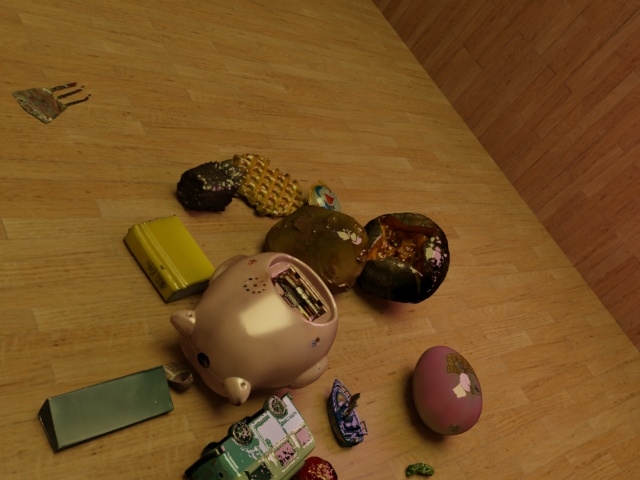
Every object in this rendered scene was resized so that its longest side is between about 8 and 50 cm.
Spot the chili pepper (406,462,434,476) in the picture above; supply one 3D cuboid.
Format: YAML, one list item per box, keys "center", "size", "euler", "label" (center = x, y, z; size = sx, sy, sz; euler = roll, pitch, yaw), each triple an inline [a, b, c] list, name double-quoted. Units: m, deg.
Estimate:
- center: [0.260, 0.596, 1.794]
  size: [0.091, 0.030, 0.034]
  euler: [13, 69, -31]
  label: "chili pepper"

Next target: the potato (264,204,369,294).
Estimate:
- center: [0.000, 0.000, 1.980]
  size: [0.299, 0.196, 0.246]
  euler: [27, 59, 2]
  label: "potato"

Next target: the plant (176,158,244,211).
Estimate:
- center: [-0.308, -0.156, 1.986]
  size: [0.194, 0.129, 0.132]
  euler: [-22, 71, -48]
  label: "plant"

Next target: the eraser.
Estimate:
- center: [-0.377, 0.043, 1.753]
  size: [0.226, 0.069, 0.158]
  euler: [51, 34, 15]
  label: "eraser"

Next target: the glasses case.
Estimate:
- center: [-0.432, 0.339, 1.407]
  size: [0.266, 0.056, 0.105]
  euler: [-9, 82, -48]
  label: "glasses case"

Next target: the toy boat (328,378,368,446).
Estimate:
- center: [0.074, 0.419, 1.738]
  size: [0.091, 0.110, 0.175]
  euler: [10, 43, -37]
  label: "toy boat"

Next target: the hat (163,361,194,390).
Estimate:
- center: [-0.323, 0.310, 1.548]
  size: [0.087, 0.042, 0.058]
  euler: [10, 32, 16]
  label: "hat"

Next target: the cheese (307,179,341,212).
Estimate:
- center: [0.014, -0.077, 2.243]
  size: [0.177, 0.069, 0.270]
  euler: [36, 44, -42]
  label: "cheese"

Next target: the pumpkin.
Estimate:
- center: [0.251, 0.050, 2.164]
  size: [0.320, 0.192, 0.320]
  euler: [-2, 56, 4]
  label: "pumpkin"

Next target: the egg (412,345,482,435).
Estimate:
- center: [0.348, 0.416, 1.935]
  size: [0.196, 0.196, 0.271]
  euler: [17, 29, -30]
  label: "egg"

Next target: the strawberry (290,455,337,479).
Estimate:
- center: [-0.015, 0.537, 1.545]
  size: [0.106, 0.106, 0.106]
  euler: [25, 38, -22]
  label: "strawberry"

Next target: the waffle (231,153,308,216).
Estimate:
- center: [-0.166, -0.179, 2.211]
  size: [0.291, 0.051, 0.291]
  euler: [26, 40, -24]
  label: "waffle"

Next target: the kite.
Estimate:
- center: [-0.740, -0.395, 1.935]
  size: [0.127, 0.016, 0.229]
  euler: [47, 38, 3]
  label: "kite"

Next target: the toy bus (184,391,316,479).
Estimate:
- center: [-0.137, 0.460, 1.474]
  size: [0.165, 0.133, 0.271]
  euler: [53, 34, 9]
  label: "toy bus"

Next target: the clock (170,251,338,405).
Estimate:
- center: [-0.142, 0.200, 1.645]
  size: [0.368, 0.250, 0.376]
  euler: [50, 36, 10]
  label: "clock"
